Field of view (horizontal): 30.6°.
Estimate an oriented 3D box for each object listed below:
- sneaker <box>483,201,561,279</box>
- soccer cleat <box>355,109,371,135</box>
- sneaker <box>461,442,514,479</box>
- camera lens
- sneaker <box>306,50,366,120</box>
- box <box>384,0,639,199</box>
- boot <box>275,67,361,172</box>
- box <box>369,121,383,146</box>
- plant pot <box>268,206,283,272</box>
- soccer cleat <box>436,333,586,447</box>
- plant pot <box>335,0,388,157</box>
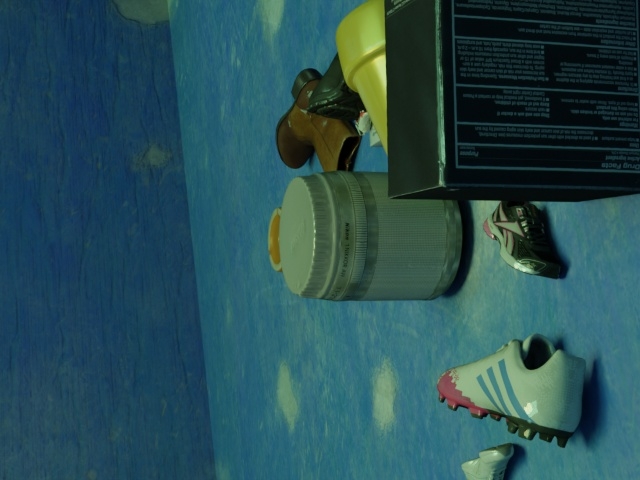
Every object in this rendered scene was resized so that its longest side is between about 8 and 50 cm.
[{"bbox_3d":[0.295,-0.013,1.693,0.178,0.072,0.077,55,130,51],"label":"sneaker"},{"bbox_3d":[0.087,-0.228,2.253,0.083,0.029,0.035,136,123,-71],"label":"soccer cleat"},{"bbox_3d":[0.266,0.353,1.801,0.152,0.054,0.061,115,141,-62],"label":"sneaker"},{"bbox_3d":[0.088,-0.007,1.971,0.219,0.274,0.219,-179,90,-71],"label":"camera lens"},{"bbox_3d":[0.059,-0.316,2.251,0.286,0.109,0.130,152,127,-62],"label":"sneaker"},{"bbox_3d":[0.244,-0.199,1.485,0.183,0.296,0.294,167,103,-70],"label":"box"},{"bbox_3d":[0.004,-0.199,2.570,0.280,0.096,0.264,61,139,42],"label":"boot"},{"bbox_3d":[0.130,-0.284,2.223,0.145,0.038,0.186,155,113,-70],"label":"box"},{"bbox_3d":[0.000,0.000,2.364,0.205,0.188,0.205,180,90,-71],"label":"plant pot"},{"bbox_3d":[0.281,0.201,1.693,0.331,0.116,0.143,7,81,69],"label":"soccer cleat"},{"bbox_3d":[0.168,-0.234,1.794,0.254,0.254,0.239,135,126,-64],"label":"plant pot"}]
